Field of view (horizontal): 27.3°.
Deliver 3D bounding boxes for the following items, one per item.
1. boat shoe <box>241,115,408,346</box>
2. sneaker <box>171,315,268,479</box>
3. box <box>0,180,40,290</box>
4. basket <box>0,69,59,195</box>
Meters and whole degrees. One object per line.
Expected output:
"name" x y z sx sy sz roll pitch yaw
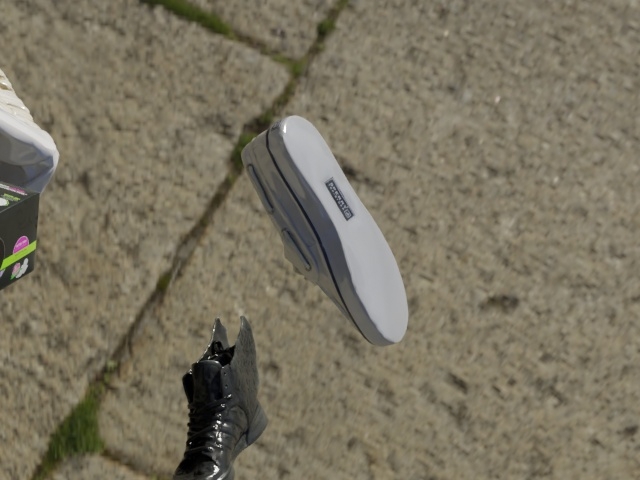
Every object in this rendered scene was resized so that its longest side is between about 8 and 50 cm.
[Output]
"boat shoe" 0.000 0.000 1.421 0.268 0.088 0.096 59 36 -6
"sneaker" -0.088 0.135 1.055 0.051 0.089 0.170 -11 20 26
"box" -0.232 0.000 0.877 0.052 0.062 0.083 17 24 16
"basket" -0.448 -0.057 1.081 0.328 0.331 0.266 27 14 -34
